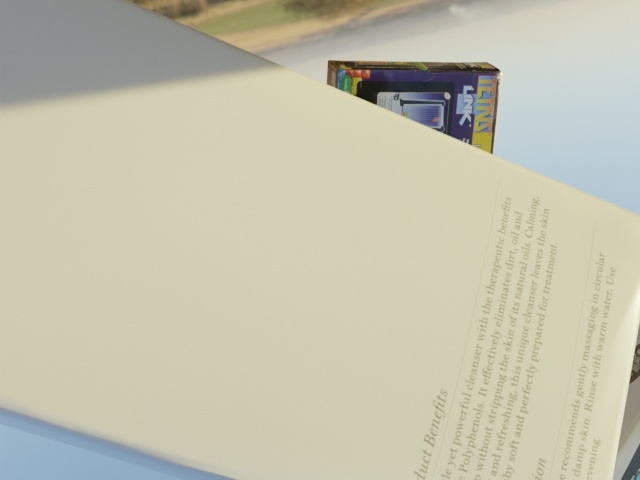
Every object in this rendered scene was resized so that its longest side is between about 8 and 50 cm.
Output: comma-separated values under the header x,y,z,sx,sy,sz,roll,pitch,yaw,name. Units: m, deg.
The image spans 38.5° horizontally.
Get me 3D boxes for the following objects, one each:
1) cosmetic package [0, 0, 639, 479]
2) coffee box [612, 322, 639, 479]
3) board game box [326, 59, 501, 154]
x,y,z,sx,sy,sz,roll,pitch,yaw,name
-0.037,0.027,0.463,0.366,0.196,0.155,22,161,-11,cosmetic package
0.429,0.236,1.015,0.338,0.334,0.337,32,-177,-3,coffee box
0.074,-0.068,0.789,0.141,0.170,0.048,-1,-160,-10,board game box
